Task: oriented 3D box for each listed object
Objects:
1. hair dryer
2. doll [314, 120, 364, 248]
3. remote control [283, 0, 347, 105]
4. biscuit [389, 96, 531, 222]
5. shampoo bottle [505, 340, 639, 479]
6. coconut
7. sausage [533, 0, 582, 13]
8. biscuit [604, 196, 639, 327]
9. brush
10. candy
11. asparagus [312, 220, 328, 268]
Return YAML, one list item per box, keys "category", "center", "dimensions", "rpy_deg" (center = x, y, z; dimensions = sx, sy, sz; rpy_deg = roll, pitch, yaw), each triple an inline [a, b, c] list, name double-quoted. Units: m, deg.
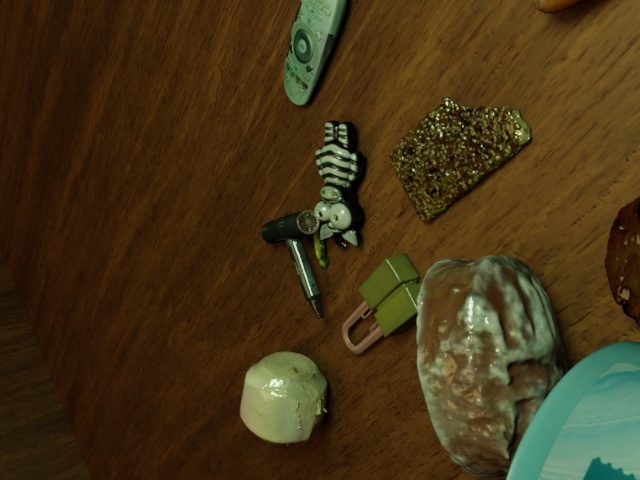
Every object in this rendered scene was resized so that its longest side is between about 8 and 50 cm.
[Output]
- category: "hair dryer"
  center: [-0.040, 0.048, 1.384]
  dimensions: [0.173, 0.050, 0.195]
  rpy_deg: [-10, 93, 65]
- category: "doll"
  center: [0.031, -0.088, 1.260]
  dimensions: [0.091, 0.067, 0.219]
  rpy_deg: [12, 112, 37]
- category: "remote control"
  center: [-0.011, -0.337, 1.259]
  dimensions: [0.097, 0.045, 0.256]
  rpy_deg: [55, 140, 27]
- category: "biscuit"
  center: [0.188, -0.133, 1.081]
  dimensions: [0.237, 0.026, 0.131]
  rpy_deg: [-44, 68, 49]
- category: "shampoo bottle"
  center: [0.392, 0.295, 0.704]
  dimensions: [0.342, 0.331, 0.331]
  rpy_deg: [20, 115, 50]
- category: "coconut"
  center: [-0.067, 0.311, 1.425]
  dimensions: [0.171, 0.171, 0.183]
  rpy_deg: [24, 116, 46]
- category: "sausage"
  center: [0.333, -0.348, 0.792]
  dimensions: [0.300, 0.083, 0.089]
  rpy_deg: [-38, 76, 52]
- category: "biscuit"
  center: [0.404, 0.025, 0.836]
  dimensions: [0.192, 0.049, 0.192]
  rpy_deg: [9, 102, 48]
- category: "brush"
  center: [0.091, 0.124, 1.260]
  dimensions: [0.103, 0.047, 0.233]
  rpy_deg: [62, 140, 19]
- category: "candy"
  center: [0.226, 0.157, 0.965]
  dimensions: [0.157, 0.214, 0.290]
  rpy_deg: [-16, 89, 47]
- category: "asparagus"
  center: [0.000, 0.000, 1.360]
  dimensions: [0.025, 0.021, 0.108]
  rpy_deg: [4, 103, 50]
